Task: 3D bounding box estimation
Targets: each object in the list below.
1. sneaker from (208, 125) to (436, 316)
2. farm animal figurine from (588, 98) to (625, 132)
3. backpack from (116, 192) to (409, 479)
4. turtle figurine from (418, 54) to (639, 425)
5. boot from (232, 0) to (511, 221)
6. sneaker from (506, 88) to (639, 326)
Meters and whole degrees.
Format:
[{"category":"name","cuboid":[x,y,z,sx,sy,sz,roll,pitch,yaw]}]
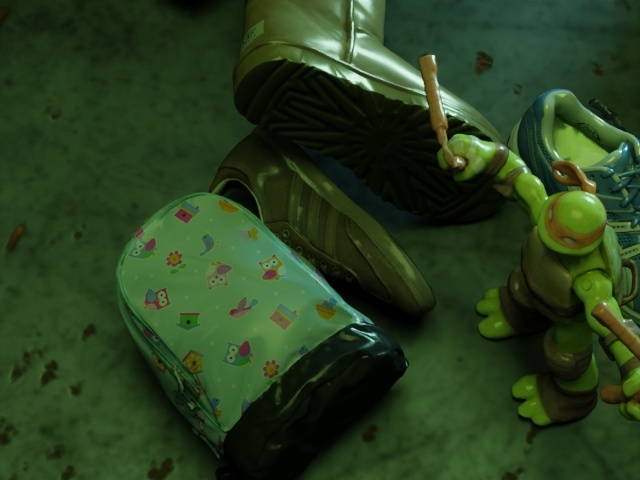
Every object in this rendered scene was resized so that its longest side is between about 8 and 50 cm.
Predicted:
[{"category":"sneaker","cuboid":[0.000,0.000,1.212,0.071,0.066,0.188,-43,64,-3]},{"category":"farm animal figurine","cuboid":[0.399,-0.075,1.165,0.326,0.330,0.172,22,58,-21]},{"category":"backpack","cuboid":[-0.050,0.055,1.145,0.152,0.115,0.182,-38,66,-16]},{"category":"turtle figurine","cuboid":[0.146,0.014,1.109,0.087,0.217,0.269,-30,66,-15]},{"category":"boot","cuboid":[0.037,-0.165,1.265,0.236,0.089,0.269,29,38,-27]},{"category":"sneaker","cuboid":[0.207,-0.018,1.204,0.080,0.081,0.211,-37,70,-20]}]
